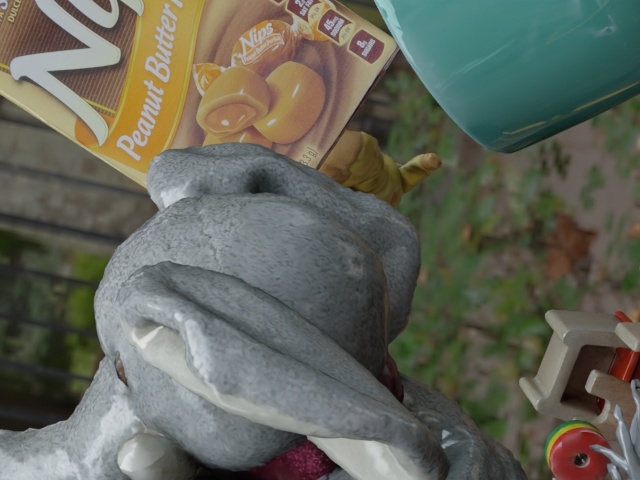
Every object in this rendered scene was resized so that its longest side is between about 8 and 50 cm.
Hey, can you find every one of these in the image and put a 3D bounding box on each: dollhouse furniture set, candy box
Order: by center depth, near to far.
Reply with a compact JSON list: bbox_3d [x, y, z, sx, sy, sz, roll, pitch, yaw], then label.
[{"bbox_3d":[-0.124,-0.149,1.252,0.183,0.316,0.087,-57,4,5],"label":"candy box"},{"bbox_3d":[0.278,0.151,1.470,0.259,0.135,0.262,-122,48,-64],"label":"dollhouse furniture set"}]

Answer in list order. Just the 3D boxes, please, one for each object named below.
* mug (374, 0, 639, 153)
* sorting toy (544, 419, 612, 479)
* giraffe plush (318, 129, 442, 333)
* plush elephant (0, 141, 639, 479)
[{"bbox_3d":[0.083,-0.113,0.625,0.097,0.129,0.158,-26,19,24],"label":"mug"},{"bbox_3d":[0.099,0.241,1.291,0.274,0.132,0.046,-62,13,11],"label":"sorting toy"},{"bbox_3d":[0.000,0.000,1.539,0.181,0.210,0.170,1,83,45],"label":"giraffe plush"},{"bbox_3d":[-0.022,0.099,0.706,0.330,0.255,0.272,-43,4,9],"label":"plush elephant"}]
